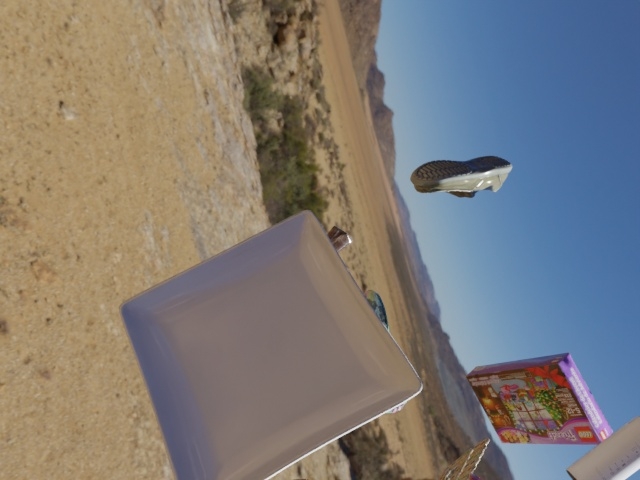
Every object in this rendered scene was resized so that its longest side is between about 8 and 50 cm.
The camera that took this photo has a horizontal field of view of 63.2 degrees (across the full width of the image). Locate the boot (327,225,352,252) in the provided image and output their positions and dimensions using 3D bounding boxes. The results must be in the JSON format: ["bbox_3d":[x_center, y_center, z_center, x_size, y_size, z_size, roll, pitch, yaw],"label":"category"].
[{"bbox_3d":[0.000,0.000,1.139,0.106,0.114,0.037,37,27,-19],"label":"boot"}]

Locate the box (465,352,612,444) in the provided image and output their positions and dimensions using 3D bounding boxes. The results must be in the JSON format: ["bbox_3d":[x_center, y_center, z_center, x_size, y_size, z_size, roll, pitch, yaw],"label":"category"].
[{"bbox_3d":[0.517,0.392,1.267,0.201,0.057,0.293,61,-34,4],"label":"box"}]

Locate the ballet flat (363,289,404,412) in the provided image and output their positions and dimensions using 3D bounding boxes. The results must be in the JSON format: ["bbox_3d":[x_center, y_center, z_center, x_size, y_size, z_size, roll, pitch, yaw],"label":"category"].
[{"bbox_3d":[0.086,0.187,0.904,0.077,0.079,0.221,121,-37,-55],"label":"ballet flat"}]

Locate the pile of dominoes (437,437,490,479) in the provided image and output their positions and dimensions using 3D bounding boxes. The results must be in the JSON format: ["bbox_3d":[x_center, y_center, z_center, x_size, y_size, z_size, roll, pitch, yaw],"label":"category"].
[{"bbox_3d":[0.322,0.578,1.297,0.040,0.196,0.251,45,30,17],"label":"pile of dominoes"}]

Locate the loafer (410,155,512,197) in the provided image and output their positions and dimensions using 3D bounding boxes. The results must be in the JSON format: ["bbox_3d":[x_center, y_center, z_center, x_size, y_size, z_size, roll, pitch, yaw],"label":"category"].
[{"bbox_3d":[0.317,-0.129,1.169,0.094,0.251,0.087,-124,-149,-54],"label":"loafer"}]

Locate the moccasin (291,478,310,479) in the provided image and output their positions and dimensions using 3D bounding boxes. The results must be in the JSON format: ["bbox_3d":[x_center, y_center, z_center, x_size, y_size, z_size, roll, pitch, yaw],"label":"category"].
[{"bbox_3d":[-0.075,0.583,0.884,0.139,0.147,0.380,-137,-113,-81],"label":"moccasin"}]

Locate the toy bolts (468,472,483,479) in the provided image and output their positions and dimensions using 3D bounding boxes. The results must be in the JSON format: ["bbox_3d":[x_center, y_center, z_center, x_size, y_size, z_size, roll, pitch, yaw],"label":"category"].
[{"bbox_3d":[0.172,0.352,0.450,0.228,0.158,0.218,-34,141,-61],"label":"toy bolts"}]

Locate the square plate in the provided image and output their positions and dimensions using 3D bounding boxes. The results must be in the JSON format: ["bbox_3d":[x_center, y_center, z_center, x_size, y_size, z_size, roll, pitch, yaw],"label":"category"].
[{"bbox_3d":[-0.087,0.157,0.767,0.347,0.344,0.049,58,-10,30],"label":"square plate"}]

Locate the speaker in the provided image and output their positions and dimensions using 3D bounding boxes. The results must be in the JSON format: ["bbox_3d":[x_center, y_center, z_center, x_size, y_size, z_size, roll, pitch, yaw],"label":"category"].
[{"bbox_3d":[0.432,0.321,0.763,0.055,0.136,0.055,53,0,0],"label":"speaker"}]
